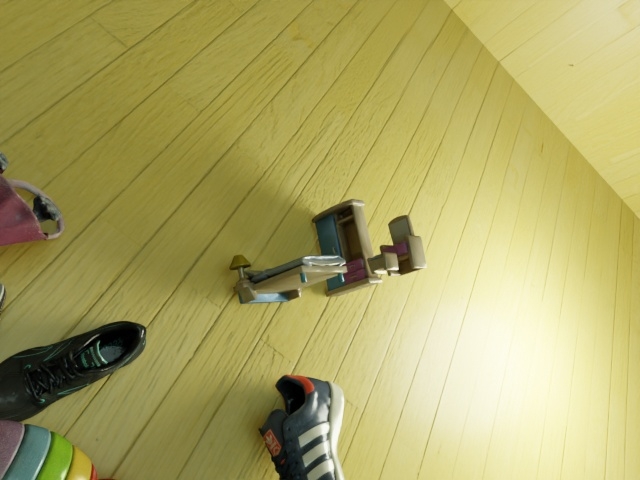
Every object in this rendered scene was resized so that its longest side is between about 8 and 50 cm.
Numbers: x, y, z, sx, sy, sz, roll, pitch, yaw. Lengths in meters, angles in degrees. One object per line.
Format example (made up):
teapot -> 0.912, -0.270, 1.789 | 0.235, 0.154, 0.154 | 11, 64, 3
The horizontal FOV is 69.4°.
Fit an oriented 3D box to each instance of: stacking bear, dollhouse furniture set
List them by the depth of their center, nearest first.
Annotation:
stacking bear -> -0.386, 0.358, 0.637 | 0.289, 0.175, 0.164 | 41, 80, -28
dollhouse furniture set -> 0.000, 0.000, 0.957 | 0.304, 0.287, 0.197 | 3, 69, -45

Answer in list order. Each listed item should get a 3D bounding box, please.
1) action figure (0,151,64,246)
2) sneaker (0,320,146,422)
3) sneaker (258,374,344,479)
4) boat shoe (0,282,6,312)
action figure -> -0.594, -0.005, 0.639 | 0.370, 0.276, 0.248 | -39, 103, -15
sneaker -> -0.401, 0.193, 0.724 | 0.268, 0.106, 0.101 | -28, 89, -37
sneaker -> -0.045, 0.396, 0.832 | 0.148, 0.131, 0.349 | 26, 30, -17
boat shoe -> -0.518, 0.127, 0.713 | 0.046, 0.038, 0.125 | -1, 59, 10
